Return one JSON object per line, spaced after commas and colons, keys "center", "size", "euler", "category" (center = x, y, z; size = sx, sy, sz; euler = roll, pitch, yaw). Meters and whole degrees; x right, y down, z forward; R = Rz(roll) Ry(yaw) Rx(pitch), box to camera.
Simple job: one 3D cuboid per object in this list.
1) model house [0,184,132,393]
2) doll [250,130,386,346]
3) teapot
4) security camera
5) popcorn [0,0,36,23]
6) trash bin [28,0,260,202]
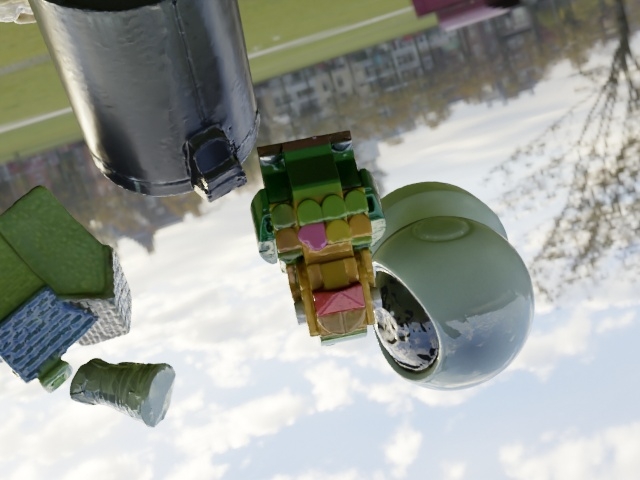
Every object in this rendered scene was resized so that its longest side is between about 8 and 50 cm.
{"center": [-0.343, 0.087, 1.193], "size": [0.214, 0.189, 0.195], "euler": [-44, 156, -25], "category": "model house"}
{"center": [0.000, -0.003, 0.794], "size": [0.106, 0.186, 0.134], "euler": [-10, 157, -6], "category": "doll"}
{"center": [-0.174, 0.128, 0.855], "size": [0.083, 0.057, 0.067], "euler": [7, -154, 18], "category": "teapot"}
{"center": [0.139, 0.057, 1.057], "size": [0.194, 0.194, 0.236], "euler": [-18, -153, 0], "category": "security camera"}
{"center": [-0.463, -0.463, 1.271], "size": [0.354, 0.344, 0.390], "euler": [-7, 172, -8], "category": "popcorn"}
{"center": [-0.176, -0.207, 0.998], "size": [0.203, 0.252, 0.301], "euler": [-29, 152, -13], "category": "trash bin"}
